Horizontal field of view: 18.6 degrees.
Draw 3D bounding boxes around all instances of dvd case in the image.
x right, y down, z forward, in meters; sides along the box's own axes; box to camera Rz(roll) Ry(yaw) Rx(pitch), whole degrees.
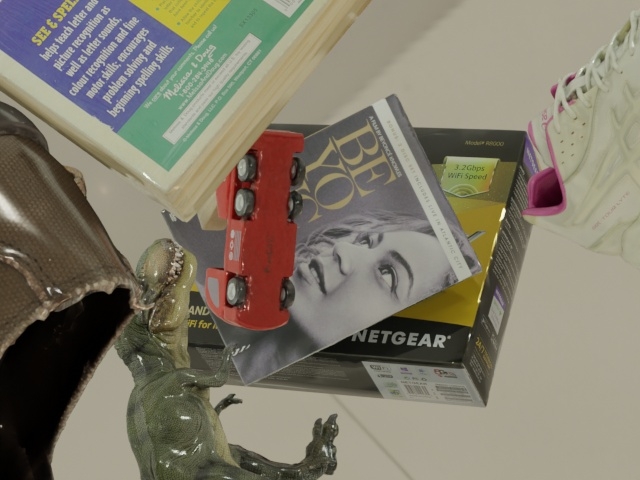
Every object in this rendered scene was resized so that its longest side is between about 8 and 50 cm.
[{"bbox_3d":[0.000,0.000,1.621,0.221,0.018,0.165,-26,87,6],"label":"dvd case"}]

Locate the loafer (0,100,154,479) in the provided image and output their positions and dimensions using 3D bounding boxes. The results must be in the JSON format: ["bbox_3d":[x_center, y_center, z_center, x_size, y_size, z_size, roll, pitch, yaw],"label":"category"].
[{"bbox_3d":[-0.181,0.125,0.813,0.130,0.133,0.366,35,114,30],"label":"loafer"}]

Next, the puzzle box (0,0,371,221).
[{"bbox_3d":[-0.061,-0.241,1.198,0.272,0.052,0.409,36,79,21],"label":"puzzle box"}]

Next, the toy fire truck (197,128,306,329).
[{"bbox_3d":[-0.062,-0.037,1.407,0.047,0.135,0.192,3,94,-28],"label":"toy fire truck"}]

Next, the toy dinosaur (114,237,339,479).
[{"bbox_3d":[-0.040,0.128,0.971,0.118,0.064,0.268,4,56,-20],"label":"toy dinosaur"}]

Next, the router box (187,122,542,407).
[{"bbox_3d":[0.024,0.015,1.746,0.308,0.081,0.243,3,57,24],"label":"router box"}]

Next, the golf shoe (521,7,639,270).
[{"bbox_3d":[0.236,-0.104,1.522,0.140,0.306,0.115,12,40,6],"label":"golf shoe"}]

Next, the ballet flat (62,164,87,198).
[{"bbox_3d":[-0.303,-0.070,1.331,0.316,0.106,0.107,21,29,-15],"label":"ballet flat"}]
